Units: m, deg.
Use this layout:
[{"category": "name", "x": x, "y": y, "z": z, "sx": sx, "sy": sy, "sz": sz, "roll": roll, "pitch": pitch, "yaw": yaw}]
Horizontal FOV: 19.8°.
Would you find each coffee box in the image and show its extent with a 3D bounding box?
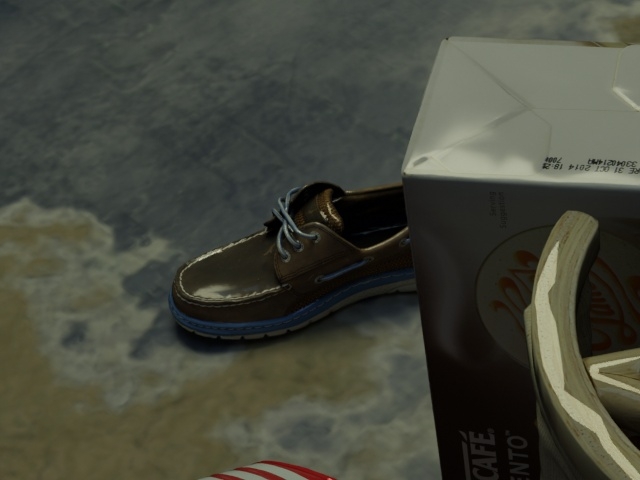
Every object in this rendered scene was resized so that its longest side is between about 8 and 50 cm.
[{"category": "coffee box", "x": 0.124, "y": 0.032, "z": 0.847, "sx": 0.141, "sy": 0.246, "sz": 0.098, "roll": 5, "pitch": 45, "yaw": 14}]

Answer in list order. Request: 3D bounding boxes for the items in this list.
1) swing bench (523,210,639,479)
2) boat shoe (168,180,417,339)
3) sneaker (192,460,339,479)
[{"category": "swing bench", "x": 0.205, "y": 0.139, "z": 0.724, "sx": 0.255, "sy": 0.253, "sz": 0.165, "roll": 3, "pitch": 46, "yaw": 13}, {"category": "boat shoe", "x": 0.000, "y": 0.000, "z": 1.029, "sx": 0.183, "sy": 0.066, "sz": 0.066, "roll": -16, "pitch": 45, "yaw": -6}, {"category": "sneaker", "x": -0.012, "y": 0.178, "z": 0.843, "sx": 0.128, "sy": 0.087, "sz": 0.221, "roll": -25, "pitch": 48, "yaw": -12}]
